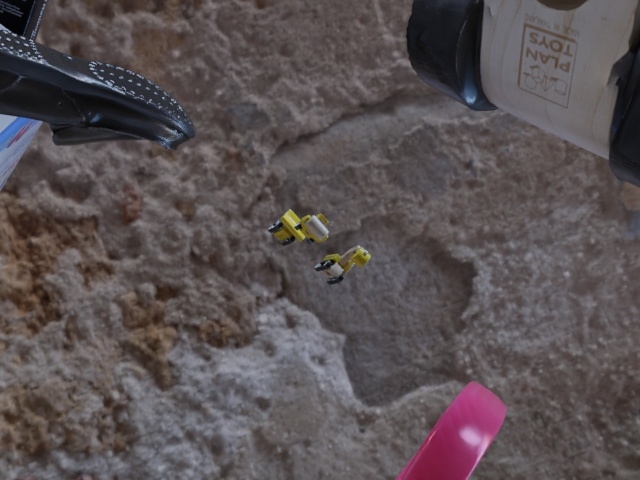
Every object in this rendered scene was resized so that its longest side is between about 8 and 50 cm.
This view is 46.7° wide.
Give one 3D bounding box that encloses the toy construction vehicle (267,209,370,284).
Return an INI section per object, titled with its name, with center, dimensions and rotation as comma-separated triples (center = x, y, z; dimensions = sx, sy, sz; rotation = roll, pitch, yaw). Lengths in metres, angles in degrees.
[toy construction vehicle]
center = 0.000, 0.000, 0.731
dimensions = 0.086, 0.035, 0.098
rotation = 46, -22, -8

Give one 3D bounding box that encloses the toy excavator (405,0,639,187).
[toy excavator]
center = 0.297, -0.169, 0.532
dimensions = 0.222, 0.445, 0.433
rotation = 38, -36, 43

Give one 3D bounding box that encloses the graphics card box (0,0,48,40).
[graphics card box]
center = -0.530, -0.367, 1.090
dimensions = 0.094, 0.232, 0.371
rotation = -122, -127, -73

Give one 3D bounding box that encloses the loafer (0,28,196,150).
[loafer]
center = -0.223, -0.125, 0.687
dimensions = 0.078, 0.220, 0.080
rotation = -60, -146, 20

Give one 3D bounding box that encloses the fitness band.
[fitness band]
center = 0.091, 0.224, 0.676
dimensions = 0.054, 0.209, 0.291
rotation = 35, 4, 15

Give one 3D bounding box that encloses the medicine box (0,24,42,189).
[medicine box]
center = -0.478, -0.098, 0.903
dimensions = 0.149, 0.289, 0.263
rotation = 35, 31, -15
